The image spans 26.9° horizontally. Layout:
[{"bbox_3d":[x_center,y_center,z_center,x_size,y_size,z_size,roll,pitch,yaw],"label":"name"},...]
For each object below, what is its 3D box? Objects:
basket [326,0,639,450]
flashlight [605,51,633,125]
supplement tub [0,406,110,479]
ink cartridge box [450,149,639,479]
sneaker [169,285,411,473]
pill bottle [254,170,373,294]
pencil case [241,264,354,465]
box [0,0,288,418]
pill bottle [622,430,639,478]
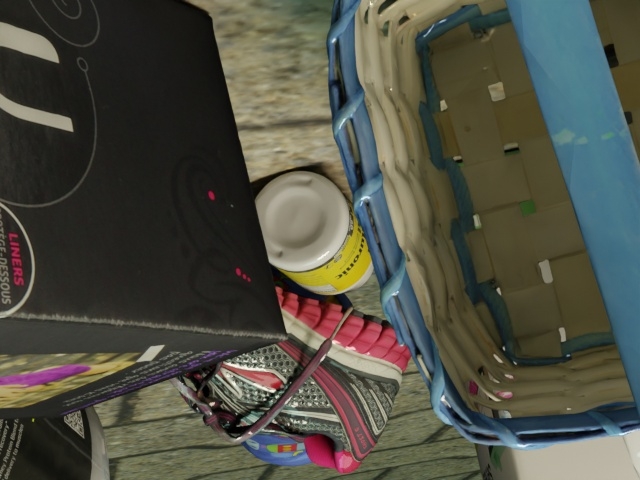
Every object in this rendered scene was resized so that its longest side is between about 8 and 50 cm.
[{"bbox_3d":[0.108,-0.039,0.542,0.201,0.255,0.289,-16,-179,15],"label":"basket"},{"bbox_3d":[0.309,-0.095,0.734,0.304,0.103,0.103,-11,137,1],"label":"flashlight"},{"bbox_3d":[-0.261,0.090,0.701,0.207,0.207,0.338,-14,149,7],"label":"supplement tub"},{"bbox_3d":[0.163,0.097,0.935,0.117,0.278,0.201,-12,162,-2],"label":"ink cartridge box"},{"bbox_3d":[-0.065,0.074,0.881,0.299,0.112,0.121,21,174,-30],"label":"sneaker"},{"bbox_3d":[0.000,0.000,0.882,0.065,0.065,0.116,-15,163,11],"label":"pill bottle"},{"bbox_3d":[-0.023,0.117,1.132,0.133,0.119,0.306,17,164,6],"label":"pencil case"},{"bbox_3d":[-0.155,-0.023,0.526,0.143,0.165,0.270,-21,164,27],"label":"box"},{"bbox_3d":[0.327,0.039,0.707,0.334,0.188,0.188,-13,163,22],"label":"pill bottle"}]
